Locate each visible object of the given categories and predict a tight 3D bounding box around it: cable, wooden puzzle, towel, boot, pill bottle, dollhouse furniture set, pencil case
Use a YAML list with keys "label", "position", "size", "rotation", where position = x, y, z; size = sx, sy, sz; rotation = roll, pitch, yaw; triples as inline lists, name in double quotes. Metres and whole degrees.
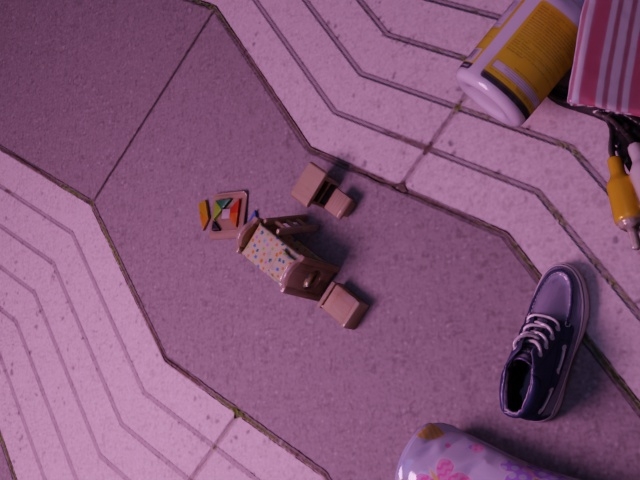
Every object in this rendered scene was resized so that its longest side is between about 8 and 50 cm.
- label: "cable"
  position: [0.350, -0.135, 1.012]
  size: [0.139, 0.072, 0.287]
  rotation: [-37, 61, 24]
- label: "wooden puzzle"
  position: [-0.144, -0.039, 1.363]
  size: [0.116, 0.014, 0.079]
  rotation: [-12, 73, 31]
- label: "towel"
  position: [0.377, -0.196, 0.974]
  size: [0.196, 0.029, 0.144]
  rotation: [12, 78, 7]
- label: "boot"
  position: [0.255, 0.114, 1.012]
  size: [0.069, 0.086, 0.190]
  rotation: [7, 83, 35]
- label: "pill bottle"
  position: [0.253, -0.233, 1.046]
  size: [0.184, 0.103, 0.103]
  rotation: [-50, 57, 3]
- label: "dollhouse furniture set"
  position: [0.000, 0.000, 1.202]
  size: [0.182, 0.101, 0.161]
  rotation: [37, 101, 34]
- label: "pencil case"
  position: [0.216, 0.294, 0.981]
  size: [0.273, 0.113, 0.124]
  rotation: [13, 76, 35]
